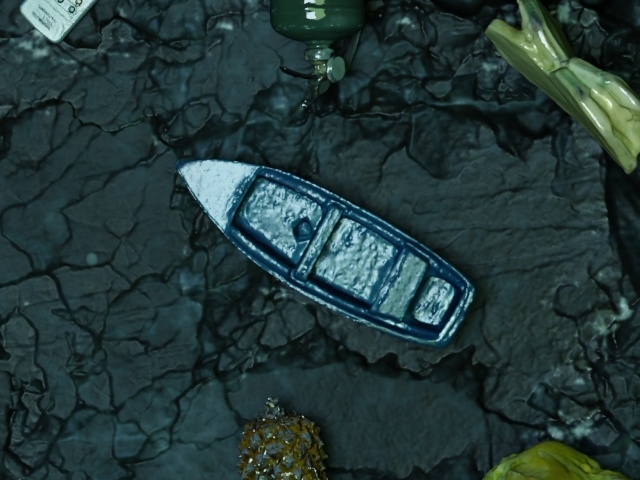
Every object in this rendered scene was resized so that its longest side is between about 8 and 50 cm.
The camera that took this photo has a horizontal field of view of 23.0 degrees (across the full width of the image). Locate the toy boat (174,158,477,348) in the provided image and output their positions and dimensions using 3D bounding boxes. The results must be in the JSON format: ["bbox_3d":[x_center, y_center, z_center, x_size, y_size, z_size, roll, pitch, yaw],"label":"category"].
[{"bbox_3d":[0.000,0.000,1.446,0.299,0.062,0.096,29,97,0],"label":"toy boat"}]

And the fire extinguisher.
[{"bbox_3d":[0.000,-0.258,1.410,0.093,0.118,0.294,3,96,39],"label":"fire extinguisher"}]

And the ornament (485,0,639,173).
[{"bbox_3d":[0.237,-0.120,1.382,0.059,0.201,0.180,-40,135,5],"label":"ornament"}]

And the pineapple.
[{"bbox_3d":[-0.039,0.255,1.458,0.103,0.083,0.221,-5,94,-12],"label":"pineapple"}]

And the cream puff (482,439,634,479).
[{"bbox_3d":[0.214,0.323,1.416,0.282,0.185,0.282,-7,80,43],"label":"cream puff"}]

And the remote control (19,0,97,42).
[{"bbox_3d":[-0.224,-0.243,1.462,0.053,0.018,0.124,44,96,-1],"label":"remote control"}]
